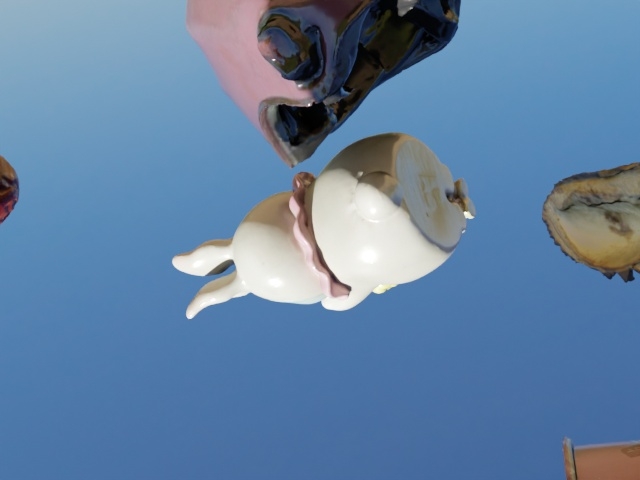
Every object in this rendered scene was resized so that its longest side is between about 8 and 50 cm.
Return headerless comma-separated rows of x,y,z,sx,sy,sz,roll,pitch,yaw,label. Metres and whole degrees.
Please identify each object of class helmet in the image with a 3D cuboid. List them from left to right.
0.016,-0.223,1.032,0.271,0.197,0.338,-40,172,-27,helmet

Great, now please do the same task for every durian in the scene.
0.180,-0.017,0.742,0.052,0.066,0.130,-32,-168,-40,durian

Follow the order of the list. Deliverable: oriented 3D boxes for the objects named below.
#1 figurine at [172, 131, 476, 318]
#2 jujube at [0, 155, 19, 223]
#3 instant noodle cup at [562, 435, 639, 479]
0.000,0.000,1.157,0.235,0.127,0.155,-23,179,31,figurine
-0.320,-0.029,1.188,0.129,0.077,0.077,-37,-176,29,jujube
0.332,0.259,1.101,0.231,0.243,0.243,-13,-164,11,instant noodle cup
